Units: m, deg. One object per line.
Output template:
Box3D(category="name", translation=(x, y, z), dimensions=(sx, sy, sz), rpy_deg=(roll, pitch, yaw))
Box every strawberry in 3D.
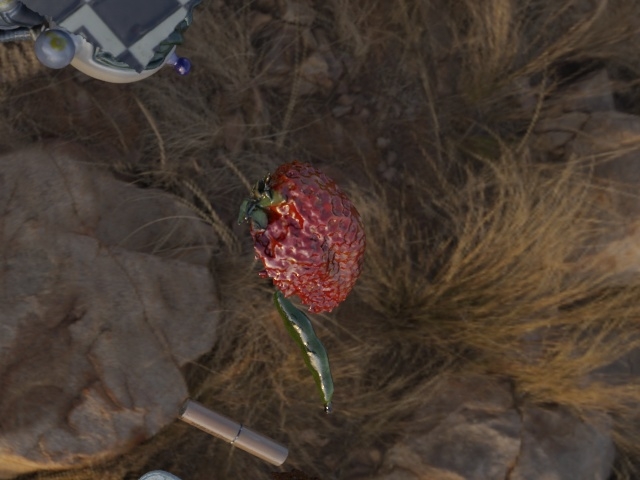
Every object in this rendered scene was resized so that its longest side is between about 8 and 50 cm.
Box3D(category="strawberry", translation=(0.001, -0.006, 1.022), dimensions=(0.236, 0.107, 0.175), rpy_deg=(33, 57, -52))

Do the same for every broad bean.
Box3D(category="broad bean", translation=(-0.020, 0.225, 1.581), dimensions=(0.297, 0.060, 0.043), rpy_deg=(66, 20, -14))

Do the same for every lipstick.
Box3D(category="lipstick", translation=(-0.067, 0.149, 0.597), dimensions=(0.094, 0.019, 0.019), rpy_deg=(32, 69, -21))

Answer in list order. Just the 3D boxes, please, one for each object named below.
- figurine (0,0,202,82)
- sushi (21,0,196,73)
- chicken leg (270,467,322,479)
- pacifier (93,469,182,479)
Box3D(category="figurine", translation=(-0.356, -0.337, 1.055), dimensions=(0.382, 0.186, 0.261), rpy_deg=(15, 70, -10))
Box3D(category="sushi", translation=(-0.207, -0.351, 0.763), dimensions=(0.339, 0.069, 0.320), rpy_deg=(32, 79, 11))
Box3D(category="chicken leg", translation=(0.002, 0.436, 1.186), dimensions=(0.063, 0.105, 0.234), rpy_deg=(-10, 55, -50))
Box3D(category="pacifier", translation=(-0.322, 0.487, 1.189), dimensions=(0.226, 0.287, 0.238), rpy_deg=(26, 56, -64))
